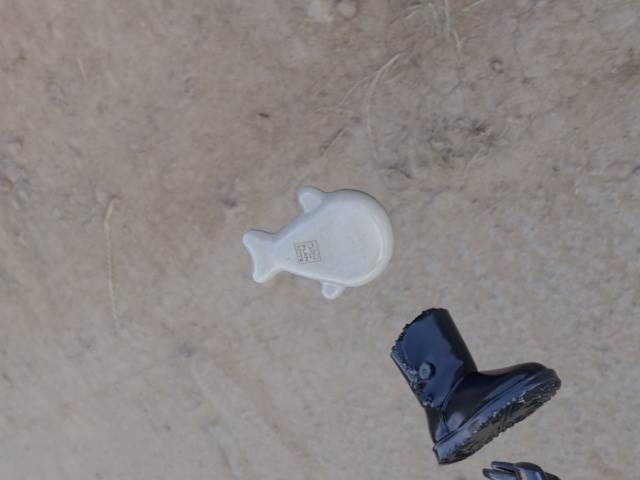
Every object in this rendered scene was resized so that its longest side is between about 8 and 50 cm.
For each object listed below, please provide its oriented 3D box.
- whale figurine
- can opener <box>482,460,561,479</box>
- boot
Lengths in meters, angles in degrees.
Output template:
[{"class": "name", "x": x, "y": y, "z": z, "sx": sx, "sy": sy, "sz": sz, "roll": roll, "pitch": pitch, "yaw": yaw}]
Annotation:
[{"class": "whale figurine", "x": 0.000, "y": 0.000, "z": 1.303, "sx": 0.272, "sy": 0.141, "sz": 0.216, "roll": -13, "pitch": 104, "yaw": 12}, {"class": "can opener", "x": 0.363, "y": 0.426, "z": 1.287, "sx": 0.186, "sy": 0.059, "sz": 0.073, "roll": -26, "pitch": 82, "yaw": 69}, {"class": "boot", "x": 0.205, "y": 0.179, "z": 1.020, "sx": 0.246, "sy": 0.094, "sz": 0.207, "roll": -54, "pitch": 46, "yaw": 40}]
